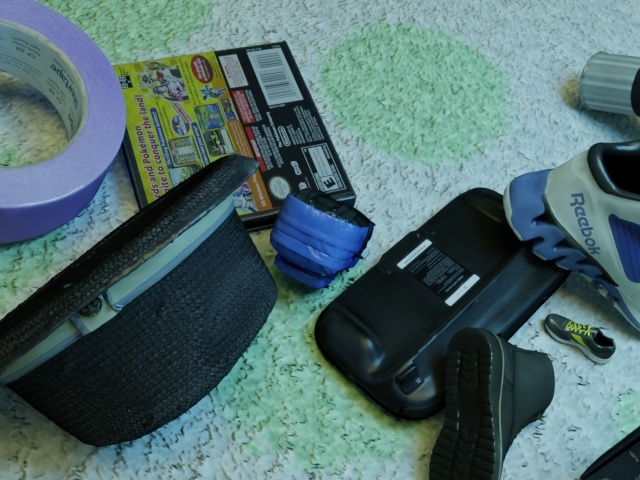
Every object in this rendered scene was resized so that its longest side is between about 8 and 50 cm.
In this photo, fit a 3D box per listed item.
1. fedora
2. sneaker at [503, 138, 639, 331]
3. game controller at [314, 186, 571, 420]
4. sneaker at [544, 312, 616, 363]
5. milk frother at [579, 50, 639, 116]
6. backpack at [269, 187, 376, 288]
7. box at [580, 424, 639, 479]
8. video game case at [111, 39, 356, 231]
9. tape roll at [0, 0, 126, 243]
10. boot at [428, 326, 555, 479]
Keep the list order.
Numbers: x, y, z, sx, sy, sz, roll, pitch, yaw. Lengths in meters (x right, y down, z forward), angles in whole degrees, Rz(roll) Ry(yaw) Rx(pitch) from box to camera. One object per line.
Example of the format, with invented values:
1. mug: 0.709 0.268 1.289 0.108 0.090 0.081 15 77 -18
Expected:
1. fedora: -0.160 0.070 0.701 0.334 0.334 0.152 -44 105 -30
2. sneaker: 0.372 -0.007 0.812 0.315 0.182 0.127 29 55 -13
3. game controller: 0.145 0.056 0.854 0.166 0.067 0.319 34 56 31
4. sneaker: 0.293 0.103 0.850 0.083 0.035 0.031 30 56 11
5. milk frother: 0.425 -0.169 1.026 0.134 0.129 0.143 24 81 50
6. backpack: 0.000 0.000 0.815 0.098 0.120 0.101 22 93 9
7. box: 0.363 0.258 0.667 0.059 0.183 0.233 -32 67 -27
8. video game case: -0.118 -0.128 0.942 0.248 0.035 0.275 -13 60 -17
9. tape roll: -0.357 -0.138 0.822 0.274 0.090 0.275 15 58 -24
10. boot: 0.184 0.194 0.754 0.137 0.077 0.198 16 81 -40
